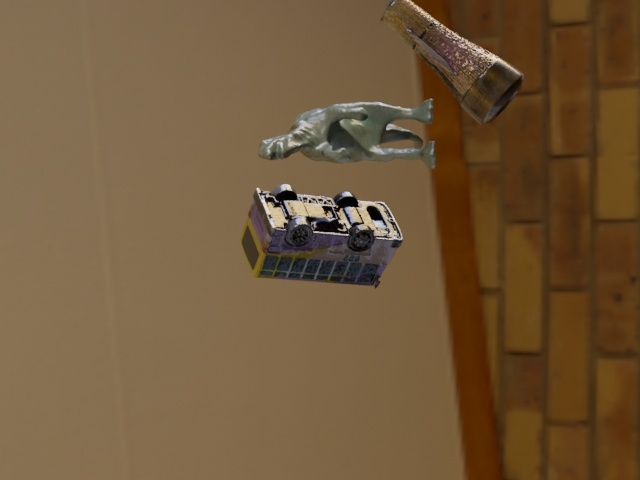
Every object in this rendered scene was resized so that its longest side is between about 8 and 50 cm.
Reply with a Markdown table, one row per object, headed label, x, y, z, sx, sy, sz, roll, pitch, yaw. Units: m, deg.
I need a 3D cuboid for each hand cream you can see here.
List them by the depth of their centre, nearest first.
| label | x | y | z | sx | sy | sz | roll | pitch | yaw |
| --- | --- | --- | --- | --- | --- | --- | --- | --- | --- |
| hand cream | 0.161 | -0.240 | 1.789 | 0.203 | 0.084 | 0.084 | 42 | -141 | 6 |

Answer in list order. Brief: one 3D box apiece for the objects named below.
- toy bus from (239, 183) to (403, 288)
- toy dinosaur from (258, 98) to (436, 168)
| label | x | y | z | sx | sy | sz | roll | pitch | yaw |
| --- | --- | --- | --- | --- | --- | --- | --- | --- | --- |
| toy bus | 0.000 | 0.000 | 0.985 | 0.102 | 0.052 | 0.058 | 6 | -53 | -25 |
| toy dinosaur | 0.069 | -0.141 | 1.874 | 0.393 | 0.206 | 0.092 | -29 | -64 | -68 |
